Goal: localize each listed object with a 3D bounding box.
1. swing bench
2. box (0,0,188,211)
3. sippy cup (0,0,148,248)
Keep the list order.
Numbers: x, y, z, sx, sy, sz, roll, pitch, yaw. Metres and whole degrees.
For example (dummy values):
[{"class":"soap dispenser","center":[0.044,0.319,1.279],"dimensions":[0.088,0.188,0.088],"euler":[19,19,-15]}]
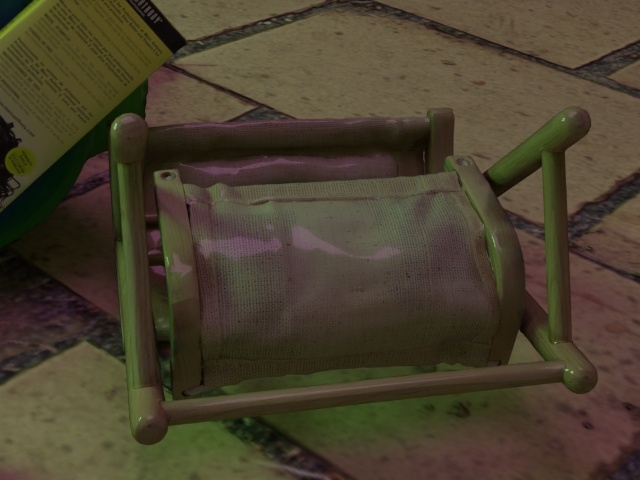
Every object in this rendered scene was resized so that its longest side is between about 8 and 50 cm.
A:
[{"class":"swing bench","center":[0.000,0.000,0.647],"dimensions":[0.253,0.165,0.255],"euler":[-4,7,-11]},{"class":"box","center":[-0.204,-0.088,0.690],"dimensions":[0.232,0.087,0.058],"euler":[-44,23,-3]},{"class":"sippy cup","center":[-0.308,-0.127,0.797],"dimensions":[0.240,0.305,0.224],"euler":[-49,31,1]}]
